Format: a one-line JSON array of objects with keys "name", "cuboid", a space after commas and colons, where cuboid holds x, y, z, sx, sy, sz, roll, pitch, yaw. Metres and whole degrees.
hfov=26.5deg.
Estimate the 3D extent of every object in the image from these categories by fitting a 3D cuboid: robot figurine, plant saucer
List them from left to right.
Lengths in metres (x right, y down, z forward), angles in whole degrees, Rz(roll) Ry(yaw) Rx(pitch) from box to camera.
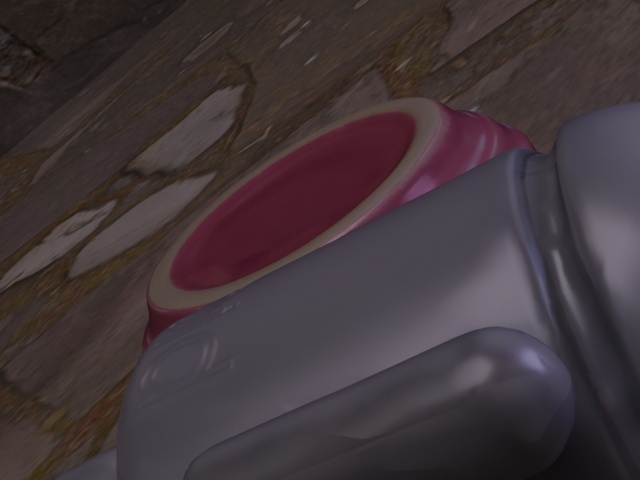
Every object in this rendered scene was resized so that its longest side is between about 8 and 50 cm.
[{"name": "plant saucer", "cuboid": [0.000, 0.000, 0.982, 0.332, 0.084, 0.332, -29, 20, 12]}, {"name": "robot figurine", "cuboid": [0.068, 0.079, 0.502, 0.353, 0.199, 0.300, -27, -14, 19]}]
